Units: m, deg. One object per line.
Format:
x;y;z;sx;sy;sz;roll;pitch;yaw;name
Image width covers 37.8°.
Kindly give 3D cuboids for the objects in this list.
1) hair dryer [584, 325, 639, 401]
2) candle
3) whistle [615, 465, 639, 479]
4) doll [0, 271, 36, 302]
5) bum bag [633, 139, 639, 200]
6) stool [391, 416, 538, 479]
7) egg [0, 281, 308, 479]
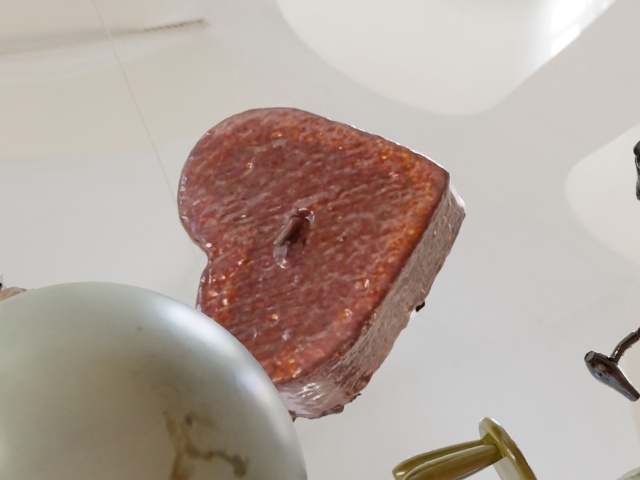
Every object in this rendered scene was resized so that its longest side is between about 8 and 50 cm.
0.345;0.132;1.044;0.079;0.031;0.083;38;-81;-14;hair dryer
0.000;0.000;0.922;0.287;0.131;0.317;-17;-119;12;candle
0.134;0.170;0.471;0.105;0.227;0.085;28;-141;-49;whistle
-0.326;0.066;0.903;0.278;0.154;0.119;44;-77;0;doll
0.364;0.003;0.837;0.142;0.079;0.326;-24;-69;6;bum bag
0.141;0.240;0.884;0.110;0.134;0.135;-27;-140;-8;stool
-0.094;0.130;0.447;0.183;0.264;0.183;-7;-131;8;egg
